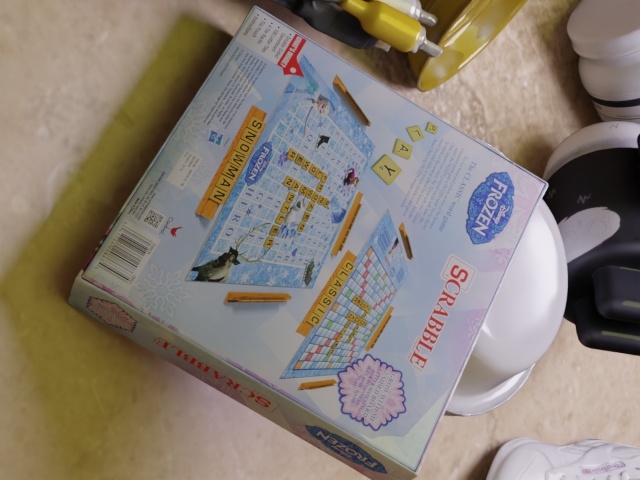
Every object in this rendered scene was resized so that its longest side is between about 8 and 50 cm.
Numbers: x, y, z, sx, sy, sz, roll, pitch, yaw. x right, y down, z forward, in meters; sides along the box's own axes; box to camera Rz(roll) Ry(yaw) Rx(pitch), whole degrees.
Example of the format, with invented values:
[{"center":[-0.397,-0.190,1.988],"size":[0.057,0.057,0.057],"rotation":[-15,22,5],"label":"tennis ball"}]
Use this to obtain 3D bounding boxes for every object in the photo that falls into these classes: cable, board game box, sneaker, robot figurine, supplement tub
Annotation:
[{"center":[-0.015,-0.245,1.204],"size":[0.287,0.139,0.072],"rotation":[19,118,-39],"label":"cable"},{"center":[0.000,0.000,1.134],"size":[0.318,0.066,0.318],"rotation":[31,62,-4],"label":"board game box"},{"center":[0.299,0.275,1.461],"size":[0.305,0.152,0.114],"rotation":[-4,92,-44],"label":"sneaker"},{"center":[0.340,-0.006,1.472],"size":[0.173,0.209,0.278],"rotation":[39,38,-35],"label":"robot figurine"},{"center":[0.434,-0.185,1.602],"size":[0.191,0.191,0.272],"rotation":[-53,123,-33],"label":"supplement tub"}]

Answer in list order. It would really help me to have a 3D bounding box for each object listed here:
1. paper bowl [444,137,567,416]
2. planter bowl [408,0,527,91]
[{"center":[0.141,0.036,1.324],"size":[0.284,0.148,0.284],"rotation":[5,83,-44],"label":"paper bowl"},{"center":[0.146,-0.263,1.357],"size":[0.090,0.217,0.217],"rotation":[44,49,10],"label":"planter bowl"}]
